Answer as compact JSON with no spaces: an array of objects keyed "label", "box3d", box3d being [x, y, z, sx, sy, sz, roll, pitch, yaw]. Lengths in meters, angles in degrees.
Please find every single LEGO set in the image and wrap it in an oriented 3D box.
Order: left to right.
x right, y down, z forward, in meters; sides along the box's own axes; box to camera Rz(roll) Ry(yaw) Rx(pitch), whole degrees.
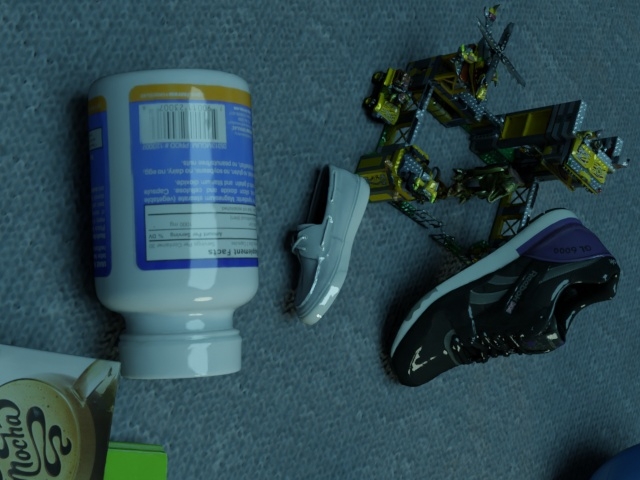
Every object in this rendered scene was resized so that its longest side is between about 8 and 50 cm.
[{"label":"LEGO set","box3d":[0.222,-0.091,1.311,0.331,0.192,0.255,44,60,-30]}]

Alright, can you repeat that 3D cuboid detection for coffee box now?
[{"label":"coffee box","box3d":[-0.281,0.233,0.891,0.168,0.119,0.297,17,76,-41]}]

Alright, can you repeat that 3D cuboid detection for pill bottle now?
[{"label":"pill bottle","box3d":[-0.134,-0.013,1.018,0.152,0.152,0.272,-1,89,-42]}]

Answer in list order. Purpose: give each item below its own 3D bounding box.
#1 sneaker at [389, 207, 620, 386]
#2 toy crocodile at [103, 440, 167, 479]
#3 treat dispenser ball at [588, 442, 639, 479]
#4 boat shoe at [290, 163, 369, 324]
[{"label":"sneaker","box3d":[0.209,0.088,1.253,0.283,0.124,0.107,-39,139,4]},{"label":"toy crocodile","box3d":[-0.169,0.344,0.969,0.115,0.105,0.340,4,62,-24]},{"label":"treat dispenser ball","box3d":[0.468,0.402,1.431,0.288,0.288,0.288,4,84,-41]},{"label":"boat shoe","box3d":[0.000,0.000,1.198,0.063,0.066,0.184,29,70,-22]}]
